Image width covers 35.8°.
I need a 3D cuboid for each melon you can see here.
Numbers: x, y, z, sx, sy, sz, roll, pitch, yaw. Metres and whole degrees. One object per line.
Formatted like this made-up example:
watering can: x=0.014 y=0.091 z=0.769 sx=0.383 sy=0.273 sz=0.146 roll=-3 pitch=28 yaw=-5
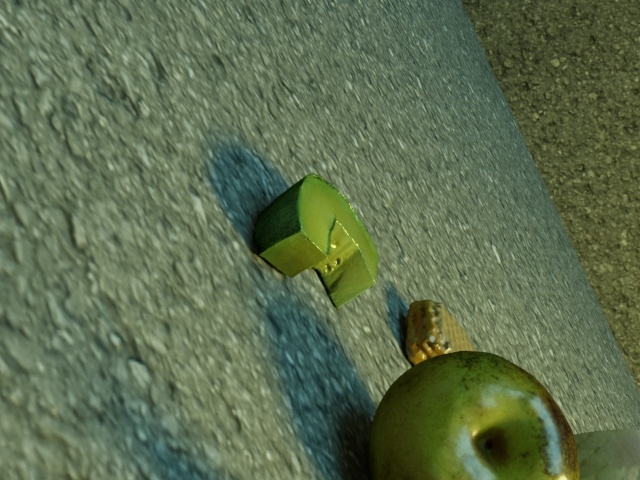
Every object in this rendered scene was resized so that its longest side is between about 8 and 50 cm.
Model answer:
melon: x=0.000 y=0.000 z=1.029 sx=0.209 sy=0.064 sz=0.118 roll=41 pitch=28 yaw=-50

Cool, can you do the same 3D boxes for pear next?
pear: x=0.138 y=0.205 z=0.937 sx=0.197 sy=0.197 sz=0.197 roll=50 pitch=24 yaw=-32

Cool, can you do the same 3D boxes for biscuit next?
biscuit: x=0.222 y=0.225 z=1.293 sx=0.379 sy=0.054 sz=0.094 roll=51 pitch=22 yaw=-29

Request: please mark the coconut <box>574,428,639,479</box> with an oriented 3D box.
coconut: x=0.360 y=0.355 z=1.219 sx=0.259 sy=0.259 sz=0.259 roll=50 pitch=24 yaw=-32
